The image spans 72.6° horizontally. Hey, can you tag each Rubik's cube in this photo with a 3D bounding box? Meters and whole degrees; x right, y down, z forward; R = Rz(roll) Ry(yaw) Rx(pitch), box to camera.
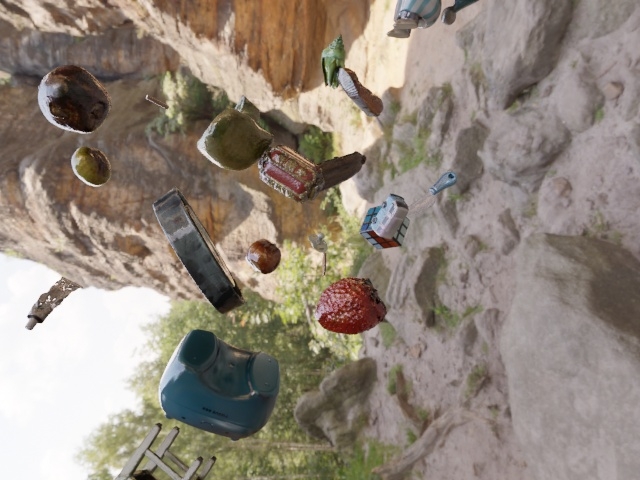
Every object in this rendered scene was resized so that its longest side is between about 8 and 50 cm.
[{"bbox_3d":[0.317,-0.066,2.143,0.160,0.163,0.162,-11,48,48],"label":"Rubik's cube"}]

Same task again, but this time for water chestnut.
[{"bbox_3d":[-0.839,-0.487,1.499,0.224,0.223,0.238,103,160,-44],"label":"water chestnut"}]

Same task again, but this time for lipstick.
[{"bbox_3d":[-0.675,-0.572,1.805,0.018,0.094,0.019,-23,58,41],"label":"lipstick"}]

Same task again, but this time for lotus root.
[{"bbox_3d":[0.075,-0.295,1.946,0.078,0.329,0.167,56,158,25],"label":"lotus root"}]

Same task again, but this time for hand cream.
[{"bbox_3d":[-0.906,0.205,1.466,0.050,0.083,0.257,-61,10,29],"label":"hand cream"}]

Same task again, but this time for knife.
[{"bbox_3d":[0.374,-0.148,1.499,0.058,0.244,0.032,48,177,18],"label":"knife"}]

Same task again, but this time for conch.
[{"bbox_3d":[0.046,-0.597,1.477,0.095,0.079,0.201,48,157,35],"label":"conch"}]

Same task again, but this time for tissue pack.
[{"bbox_3d":[-0.261,0.378,1.122,0.206,0.287,0.198,-60,14,21],"label":"tissue pack"}]

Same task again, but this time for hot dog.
[{"bbox_3d":[0.114,-0.409,1.213,0.059,0.191,0.108,-37,63,23],"label":"hot dog"}]

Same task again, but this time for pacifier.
[{"bbox_3d":[0.000,0.000,1.446,0.083,0.068,0.064,58,138,31],"label":"pacifier"}]

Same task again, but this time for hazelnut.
[{"bbox_3d":[-0.233,0.066,1.819,0.154,0.143,0.143,29,123,35],"label":"hazelnut"}]

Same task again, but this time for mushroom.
[{"bbox_3d":[-0.326,-0.401,1.734,0.292,0.217,0.212,-45,5,2],"label":"mushroom"}]

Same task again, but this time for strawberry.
[{"bbox_3d":[0.118,0.287,1.855,0.250,0.288,0.239,149,96,-84],"label":"strawberry"}]

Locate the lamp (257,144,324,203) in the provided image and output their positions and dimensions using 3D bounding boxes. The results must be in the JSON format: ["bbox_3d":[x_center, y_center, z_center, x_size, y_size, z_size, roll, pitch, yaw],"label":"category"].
[{"bbox_3d":[-0.118,-0.269,1.769,0.177,0.273,0.177,-58,-4,-7],"label":"lamp"}]

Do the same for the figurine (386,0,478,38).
[{"bbox_3d":[0.418,-0.766,1.270,0.266,0.376,0.362,-82,2,-79],"label":"figurine"}]

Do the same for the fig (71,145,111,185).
[{"bbox_3d":[-0.837,-0.271,1.598,0.136,0.120,0.153,-81,-18,-58],"label":"fig"}]

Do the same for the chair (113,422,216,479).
[{"bbox_3d":[-0.371,0.553,0.937,0.271,0.147,0.136,-53,-17,-21],"label":"chair"}]

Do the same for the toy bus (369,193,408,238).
[{"bbox_3d":[0.207,-0.068,1.280,0.123,0.060,0.075,-60,35,25],"label":"toy bus"}]

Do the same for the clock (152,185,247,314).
[{"bbox_3d":[-0.335,0.032,1.217,0.386,0.076,0.386,56,171,14],"label":"clock"}]

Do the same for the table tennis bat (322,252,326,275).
[{"bbox_3d":[0.016,0.075,1.848,0.087,0.013,0.157,101,170,-56],"label":"table tennis bat"}]
